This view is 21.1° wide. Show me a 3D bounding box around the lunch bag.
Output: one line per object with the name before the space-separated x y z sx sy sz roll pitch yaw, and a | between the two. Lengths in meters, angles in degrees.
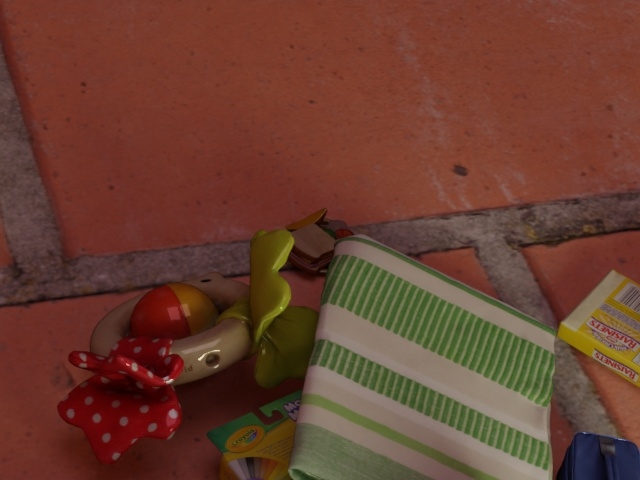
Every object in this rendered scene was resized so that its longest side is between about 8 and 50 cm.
lunch bag | 0.244 0.219 1.506 0.067 0.065 0.098 8 44 -2

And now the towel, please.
towel | 0.099 0.139 1.510 0.247 0.038 0.325 27 37 -12

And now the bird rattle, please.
bird rattle | -0.123 0.097 1.533 0.253 0.143 0.207 -29 23 -16

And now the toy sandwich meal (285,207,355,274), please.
toy sandwich meal | 0.000 0.000 1.710 0.085 0.029 0.086 5 44 -5

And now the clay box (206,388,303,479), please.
clay box | 0.008 0.229 1.463 0.127 0.053 0.222 -21 50 -29

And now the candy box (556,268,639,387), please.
candy box | 0.341 0.111 1.660 0.206 0.027 0.105 33 49 21
